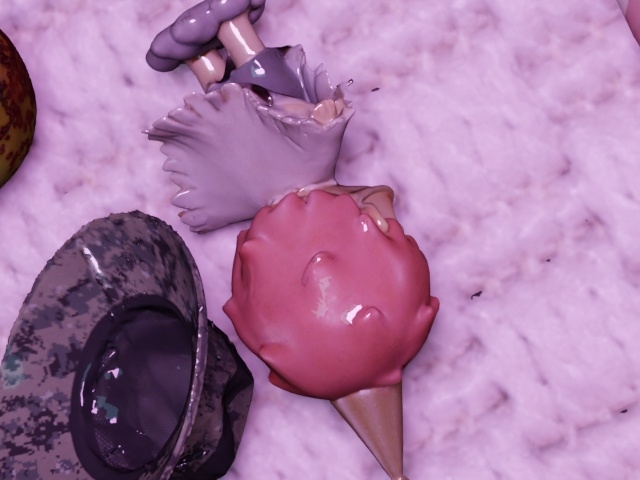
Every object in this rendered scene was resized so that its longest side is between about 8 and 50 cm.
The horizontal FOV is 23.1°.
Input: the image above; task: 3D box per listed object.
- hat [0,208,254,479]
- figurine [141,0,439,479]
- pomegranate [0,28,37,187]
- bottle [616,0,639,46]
[{"bbox_3d":[-0.124,0.115,1.162,0.266,0.128,0.265,-21,60,42],"label":"hat"},{"bbox_3d":[0.000,0.000,1.145,0.207,0.166,0.386,-34,82,44],"label":"figurine"},{"bbox_3d":[-0.331,-0.117,1.214,0.214,0.214,0.247,-30,45,10],"label":"pomegranate"},{"bbox_3d":[0.231,-0.277,1.095,0.206,0.173,0.296,-32,80,44],"label":"bottle"}]
